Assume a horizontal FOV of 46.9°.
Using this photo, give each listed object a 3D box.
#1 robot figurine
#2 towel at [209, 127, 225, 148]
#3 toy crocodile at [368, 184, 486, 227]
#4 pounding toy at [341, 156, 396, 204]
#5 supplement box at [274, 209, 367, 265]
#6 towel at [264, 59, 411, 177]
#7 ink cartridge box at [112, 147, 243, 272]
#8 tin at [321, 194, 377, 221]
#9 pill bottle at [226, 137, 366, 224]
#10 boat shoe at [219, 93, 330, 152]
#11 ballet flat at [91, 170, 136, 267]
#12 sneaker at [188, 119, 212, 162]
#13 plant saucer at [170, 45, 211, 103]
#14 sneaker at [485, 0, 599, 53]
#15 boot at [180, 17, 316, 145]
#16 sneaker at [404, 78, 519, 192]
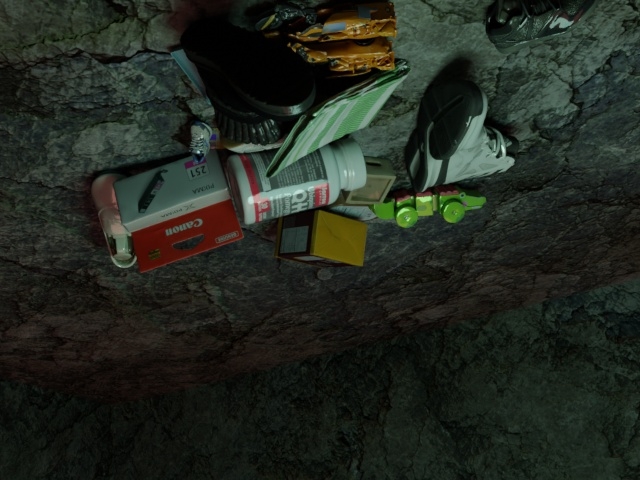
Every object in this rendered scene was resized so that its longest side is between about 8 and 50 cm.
[{"bbox_3d":[0.004,-0.392,1.475,0.291,0.085,0.211,-8,154,0],"label":"robot figurine"},{"bbox_3d":[-0.255,-0.247,1.799,0.060,0.009,0.083,-1,154,-12],"label":"towel"},{"bbox_3d":[0.305,-0.112,2.127,0.341,0.115,0.105,-6,116,-4],"label":"toy crocodile"},{"bbox_3d":[0.133,-0.165,2.002,0.141,0.100,0.130,2,139,-24],"label":"pounding toy"},{"bbox_3d":[0.000,0.000,2.183,0.191,0.129,0.194,15,168,-38],"label":"supplement box"},{"bbox_3d":[0.040,-0.263,1.616,0.325,0.038,0.248,-34,173,-34],"label":"towel"},{"bbox_3d":[-0.351,-0.076,1.812,0.275,0.238,0.060,-19,155,-2],"label":"ink cartridge box"},{"bbox_3d":[0.095,-0.094,2.188,0.190,0.040,0.106,0,150,-15],"label":"tin"},{"bbox_3d":[-0.058,-0.158,1.820,0.319,0.176,0.176,-15,156,-12],"label":"pill bottle"},{"bbox_3d":[-0.093,-0.267,1.714,0.277,0.098,0.096,-12,163,14],"label":"boat shoe"},{"bbox_3d":[-0.543,-0.040,2.020,0.139,0.139,0.400,-2,154,-11],"label":"ballet flat"},{"bbox_3d":[-0.287,-0.231,1.751,0.052,0.058,0.135,13,152,4],"label":"sneaker"},{"bbox_3d":[-0.246,-0.355,1.567,0.067,0.018,0.192,-13,153,12],"label":"plant saucer"},{"bbox_3d":[0.428,-0.455,1.455,0.228,0.087,0.130,-17,160,32],"label":"sneaker"},{"bbox_3d":[-0.114,-0.269,1.443,0.131,0.348,0.260,-39,144,-15],"label":"boot"},{"bbox_3d":[0.377,-0.269,1.795,0.258,0.169,0.447,-12,164,-11],"label":"sneaker"}]
